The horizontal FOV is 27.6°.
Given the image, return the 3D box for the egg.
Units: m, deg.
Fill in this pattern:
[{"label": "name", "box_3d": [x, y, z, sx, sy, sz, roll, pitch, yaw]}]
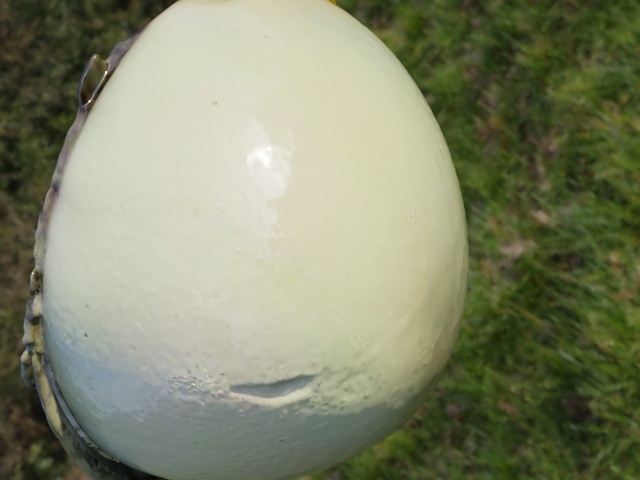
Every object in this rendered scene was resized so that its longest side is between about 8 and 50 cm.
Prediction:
[{"label": "egg", "box_3d": [0.000, 0.005, 0.666, 0.286, 0.174, 0.264, -47, -40, -50]}]
